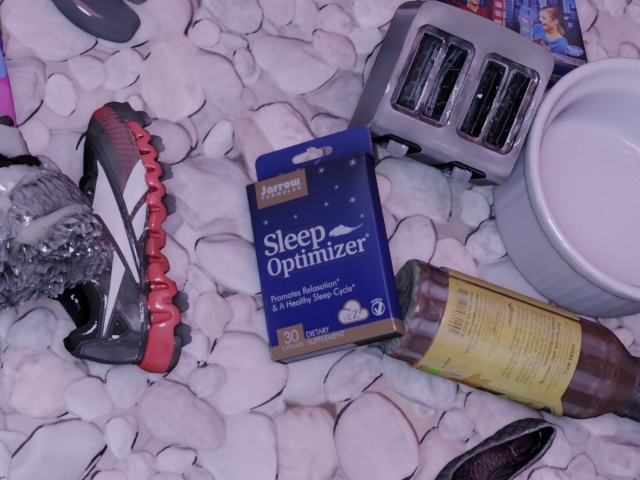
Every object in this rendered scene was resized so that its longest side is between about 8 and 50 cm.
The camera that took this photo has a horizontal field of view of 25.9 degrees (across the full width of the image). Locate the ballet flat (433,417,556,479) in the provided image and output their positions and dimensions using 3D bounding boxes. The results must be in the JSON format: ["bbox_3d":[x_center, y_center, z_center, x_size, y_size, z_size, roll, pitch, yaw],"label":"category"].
[{"bbox_3d":[0.170,0.232,1.418,0.173,0.049,0.057,-36,86,-26],"label":"ballet flat"}]

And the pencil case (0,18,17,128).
[{"bbox_3d":[-0.339,-0.145,1.337,0.104,0.104,0.236,-6,73,-22],"label":"pencil case"}]

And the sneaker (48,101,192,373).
[{"bbox_3d":[-0.208,-0.006,1.335,0.135,0.097,0.276,-2,74,-23],"label":"sneaker"}]

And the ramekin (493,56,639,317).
[{"bbox_3d":[0.324,-0.048,1.524,0.277,0.135,0.277,7,70,-19],"label":"ramekin"}]

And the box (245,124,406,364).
[{"bbox_3d":[0.000,0.000,1.401,0.136,0.036,0.225,-16,72,21],"label":"box"}]

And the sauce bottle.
[{"bbox_3d":[0.232,0.122,1.445,0.344,0.111,0.111,20,66,-11],"label":"sauce bottle"}]

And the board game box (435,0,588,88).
[{"bbox_3d":[0.214,-0.289,1.609,0.194,0.060,0.194,12,67,-16],"label":"board game box"}]

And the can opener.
[{"bbox_3d":[-0.296,-0.311,1.423,0.280,0.074,0.093,33,65,-7],"label":"can opener"}]

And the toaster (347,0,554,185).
[{"bbox_3d":[0.143,-0.162,1.478,0.168,0.110,0.185,22,92,-13],"label":"toaster"}]

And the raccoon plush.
[{"bbox_3d":[-0.356,0.103,1.192,0.299,0.216,0.446,13,96,-4],"label":"raccoon plush"}]
